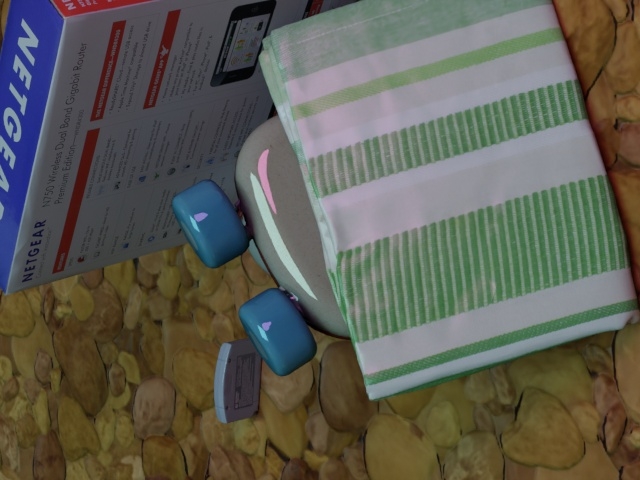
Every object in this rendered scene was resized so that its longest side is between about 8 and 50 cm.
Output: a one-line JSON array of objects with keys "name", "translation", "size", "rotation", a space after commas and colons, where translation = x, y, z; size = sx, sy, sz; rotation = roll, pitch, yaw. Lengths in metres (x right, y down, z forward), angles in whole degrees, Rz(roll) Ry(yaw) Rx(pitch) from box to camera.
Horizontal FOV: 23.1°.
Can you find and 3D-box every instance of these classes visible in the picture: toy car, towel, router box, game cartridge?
[{"name": "toy car", "translation": [0.000, 0.000, 1.421], "size": [0.210, 0.219, 0.238], "rotation": [58, 169, 5]}, {"name": "towel", "translation": [0.106, -0.054, 1.282], "size": [0.248, 0.038, 0.324], "rotation": [-17, 79, 1]}, {"name": "router box", "translation": [-0.139, -0.123, 1.383], "size": [0.082, 0.301, 0.335], "rotation": [53, 141, 27]}, {"name": "game cartridge", "translation": [-0.084, 0.141, 1.578], "size": [0.017, 0.056, 0.083], "rotation": [11, 102, 36]}]
